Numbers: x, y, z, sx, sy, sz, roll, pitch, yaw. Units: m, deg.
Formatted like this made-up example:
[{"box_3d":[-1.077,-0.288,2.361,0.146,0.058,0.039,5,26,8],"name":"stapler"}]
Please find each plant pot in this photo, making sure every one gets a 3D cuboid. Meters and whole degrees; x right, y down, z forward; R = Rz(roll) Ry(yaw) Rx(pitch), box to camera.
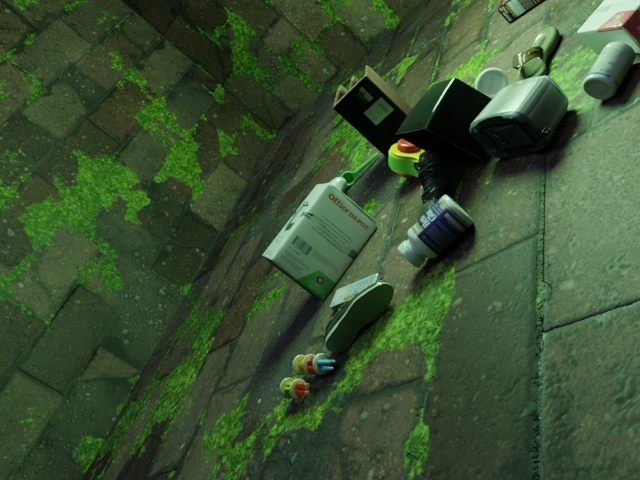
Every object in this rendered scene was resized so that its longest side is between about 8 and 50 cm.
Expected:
[{"box_3d":[0.343,-0.320,1.537,0.166,0.188,0.188,-66,17,-1],"name":"plant pot"}]

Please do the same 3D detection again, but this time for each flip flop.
[{"box_3d":[0.569,-0.495,1.580,0.112,0.080,0.277,-15,40,60],"name":"flip flop"}]

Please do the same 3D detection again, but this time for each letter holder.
[{"box_3d":[0.209,-0.430,1.936,0.152,0.302,0.214,-40,21,28],"name":"letter holder"}]

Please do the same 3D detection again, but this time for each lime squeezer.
[{"box_3d":[0.100,-0.229,2.224,0.110,0.058,0.310,-26,-6,-47],"name":"lime squeezer"}]

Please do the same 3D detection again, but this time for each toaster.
[{"box_3d":[0.469,-0.289,1.353,0.146,0.129,0.227,-53,17,-15],"name":"toaster"}]

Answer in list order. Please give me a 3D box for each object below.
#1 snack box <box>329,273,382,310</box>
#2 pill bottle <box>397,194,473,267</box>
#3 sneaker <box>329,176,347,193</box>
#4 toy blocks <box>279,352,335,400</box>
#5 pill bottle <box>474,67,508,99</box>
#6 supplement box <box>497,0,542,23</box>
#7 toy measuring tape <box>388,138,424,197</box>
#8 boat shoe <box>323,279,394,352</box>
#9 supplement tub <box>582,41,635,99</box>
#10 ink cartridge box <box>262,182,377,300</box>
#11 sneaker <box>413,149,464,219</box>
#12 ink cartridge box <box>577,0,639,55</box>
[{"box_3d":[0.094,0.141,1.567,0.178,0.022,0.064,-28,28,49],"name":"snack box"},{"box_3d":[0.265,-0.018,1.361,0.169,0.094,0.094,-46,19,14],"name":"pill bottle"},{"box_3d":[0.042,-0.133,2.142,0.212,0.080,0.094,-57,30,3],"name":"sneaker"},{"box_3d":[-0.028,0.336,1.431,0.148,0.054,0.123,-20,35,56],"name":"toy blocks"},{"box_3d":[0.472,-0.427,1.614,0.087,0.087,0.160,-45,-2,16],"name":"pill bottle"},{"box_3d":[0.709,-0.834,1.906,0.239,0.073,0.130,-23,32,52],"name":"supplement box"},{"box_3d":[0.256,-0.216,1.708,0.121,0.121,0.330,-41,21,28],"name":"toy measuring tape"},{"box_3d":[0.088,0.175,1.425,0.227,0.081,0.068,-48,23,16],"name":"boat shoe"},{"box_3d":[0.616,-0.361,1.240,0.107,0.071,0.071,-54,19,-14],"name":"supplement tub"},{"box_3d":[0.000,0.000,1.756,0.289,0.211,0.121,-53,17,-9],"name":"ink cartridge box"},{"box_3d":[0.284,-0.146,1.509,0.087,0.130,0.227,-22,36,58],"name":"sneaker"},{"box_3d":[0.714,-0.525,1.291,0.217,0.092,0.158,-51,19,4],"name":"ink cartridge box"}]
